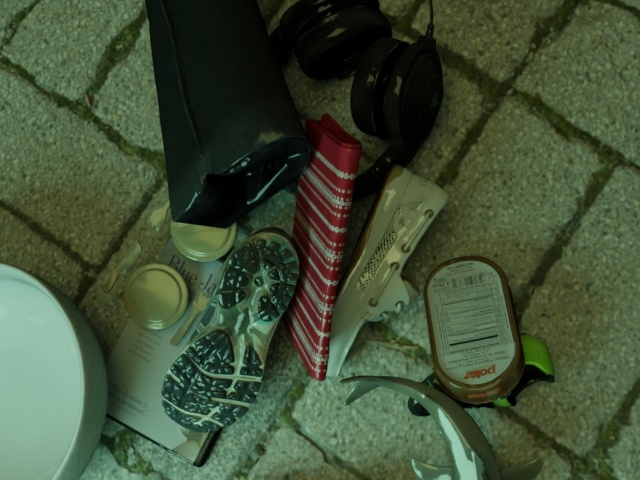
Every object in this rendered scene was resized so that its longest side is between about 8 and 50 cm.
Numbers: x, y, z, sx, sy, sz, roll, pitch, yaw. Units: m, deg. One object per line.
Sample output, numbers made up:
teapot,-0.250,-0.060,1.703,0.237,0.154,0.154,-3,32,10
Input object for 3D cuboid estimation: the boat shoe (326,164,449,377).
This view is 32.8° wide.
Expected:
boat shoe,0.074,0.052,1.310,0.096,0.098,0.277,23,101,0

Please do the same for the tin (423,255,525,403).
tin,0.177,0.100,1.277,0.106,0.040,0.189,-15,52,12

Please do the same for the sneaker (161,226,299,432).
sneaker,-0.099,0.109,1.334,0.110,0.122,0.283,28,108,-5

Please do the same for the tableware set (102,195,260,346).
tableware set,-0.178,0.027,1.399,0.128,0.039,0.194,37,95,7

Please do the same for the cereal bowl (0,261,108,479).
cereal bowl,-0.414,0.202,1.387,0.339,0.141,0.339,-4,77,17

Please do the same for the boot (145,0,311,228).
boot,-0.101,-0.285,1.300,0.146,0.367,0.445,6,57,-28

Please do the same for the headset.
headset,0.074,-0.224,1.381,0.243,0.185,0.394,47,108,21

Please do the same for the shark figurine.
shark figurine,0.149,0.237,1.221,0.166,0.116,0.278,-31,93,2

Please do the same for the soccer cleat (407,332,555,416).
soccer cleat,0.187,0.170,1.276,0.179,0.060,0.072,-26,44,7

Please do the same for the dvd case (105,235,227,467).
dvd case,-0.172,0.139,1.404,0.180,0.022,0.253,25,85,18

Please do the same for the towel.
towel,0.000,0.000,1.265,0.031,0.199,0.275,4,105,-13
